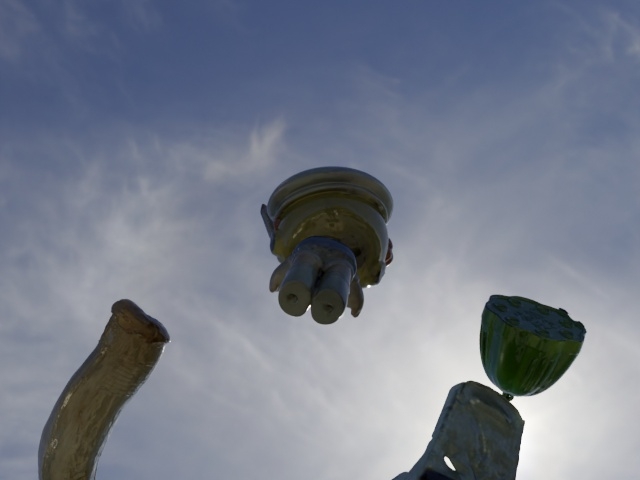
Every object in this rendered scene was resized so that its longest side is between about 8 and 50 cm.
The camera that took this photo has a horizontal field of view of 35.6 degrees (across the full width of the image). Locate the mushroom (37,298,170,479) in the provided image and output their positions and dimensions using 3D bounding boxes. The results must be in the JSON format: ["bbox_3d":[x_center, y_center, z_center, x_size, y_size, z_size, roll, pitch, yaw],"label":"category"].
[{"bbox_3d":[-0.340,0.258,1.514,0.123,0.095,0.351,23,-84,-21],"label":"mushroom"}]

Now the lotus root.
[{"bbox_3d":[0.342,0.201,1.692,0.186,0.186,0.186,-9,-46,-10],"label":"lotus root"}]

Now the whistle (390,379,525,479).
[{"bbox_3d":[0.194,0.404,1.507,0.168,0.188,0.404,33,-102,-7],"label":"whistle"}]

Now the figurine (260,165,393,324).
[{"bbox_3d":[0.031,0.007,1.574,0.225,0.382,0.205,7,-67,-11],"label":"figurine"}]
